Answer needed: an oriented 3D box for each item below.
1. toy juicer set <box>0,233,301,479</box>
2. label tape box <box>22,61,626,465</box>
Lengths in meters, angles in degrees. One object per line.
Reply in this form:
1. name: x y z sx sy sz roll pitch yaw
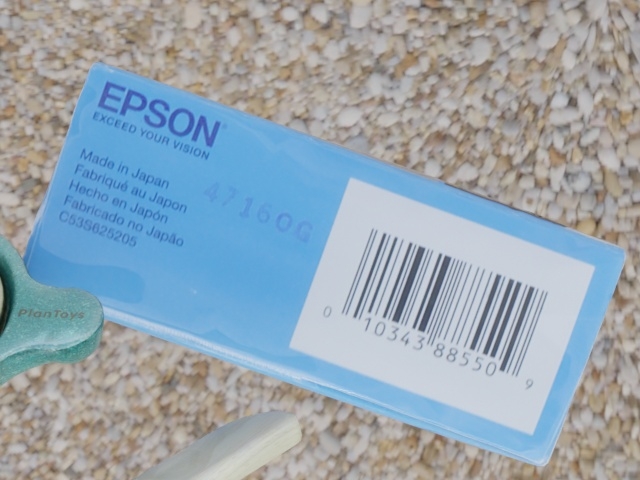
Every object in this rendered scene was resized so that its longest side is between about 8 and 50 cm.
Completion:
1. toy juicer set: -0.198 0.056 0.412 0.329 0.209 0.089 20 133 22
2. label tape box: 0.000 0.000 0.644 0.249 0.348 0.115 19 95 -1
